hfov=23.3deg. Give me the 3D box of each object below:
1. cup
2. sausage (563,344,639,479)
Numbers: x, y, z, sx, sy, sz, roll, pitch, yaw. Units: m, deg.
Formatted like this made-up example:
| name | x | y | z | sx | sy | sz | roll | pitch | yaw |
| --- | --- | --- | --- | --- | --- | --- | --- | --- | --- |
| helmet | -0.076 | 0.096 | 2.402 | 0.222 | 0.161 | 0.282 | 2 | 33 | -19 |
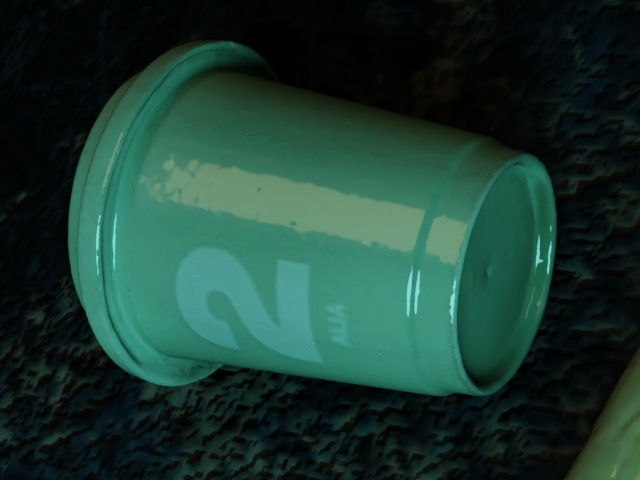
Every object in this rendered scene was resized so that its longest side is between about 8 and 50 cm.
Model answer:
| name | x | y | z | sx | sy | sz | roll | pitch | yaw |
| --- | --- | --- | --- | --- | --- | --- | --- | --- | --- |
| cup | 0.000 | 0.000 | 0.510 | 0.141 | 0.120 | 0.120 | 12 | 72 | 25 |
| sausage | 0.092 | 0.084 | 0.419 | 0.066 | 0.066 | 0.301 | 24 | 78 | 43 |
